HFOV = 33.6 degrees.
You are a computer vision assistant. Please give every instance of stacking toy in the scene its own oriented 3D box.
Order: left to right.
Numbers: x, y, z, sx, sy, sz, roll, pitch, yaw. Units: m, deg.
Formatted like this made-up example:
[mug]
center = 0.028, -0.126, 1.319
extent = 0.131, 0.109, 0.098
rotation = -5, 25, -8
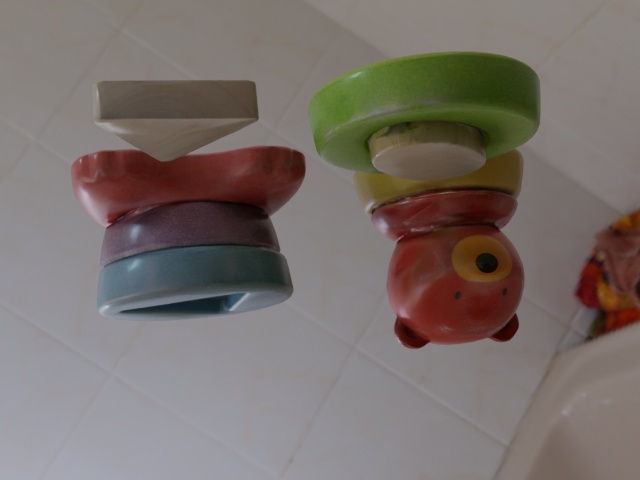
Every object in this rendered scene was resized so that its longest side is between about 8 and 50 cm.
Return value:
[stacking toy]
center = 0.000, 0.000, 0.656
extent = 0.279, 0.308, 0.131
rotation = 105, 160, -78
